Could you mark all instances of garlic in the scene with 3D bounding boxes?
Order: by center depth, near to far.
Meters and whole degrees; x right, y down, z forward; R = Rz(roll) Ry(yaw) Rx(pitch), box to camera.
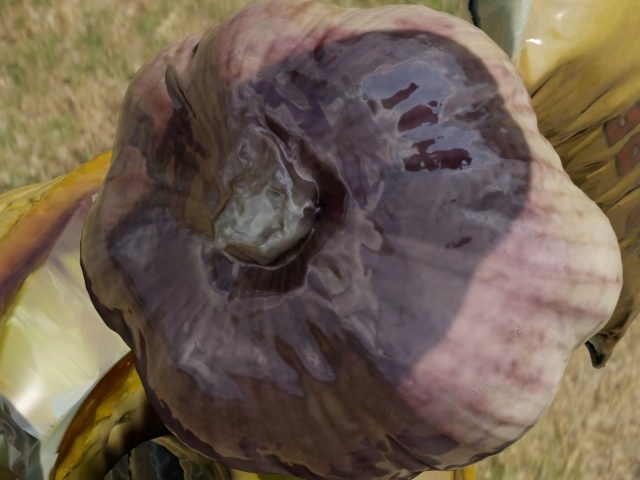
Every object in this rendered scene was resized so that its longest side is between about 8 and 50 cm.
[{"bbox_3d":[0.000,0.000,0.540,0.159,0.102,0.147,34,107,22],"label":"garlic"}]

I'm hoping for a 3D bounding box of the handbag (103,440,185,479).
[{"bbox_3d":[-0.089,0.166,1.029,0.088,0.270,0.175,-16,66,-24],"label":"handbag"}]

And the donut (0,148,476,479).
[{"bbox_3d":[-0.066,0.116,0.778,0.330,0.160,0.330,9,73,-31],"label":"donut"}]

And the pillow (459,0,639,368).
[{"bbox_3d":[0.139,-0.134,0.912,0.119,0.310,0.312,7,69,15],"label":"pillow"}]
